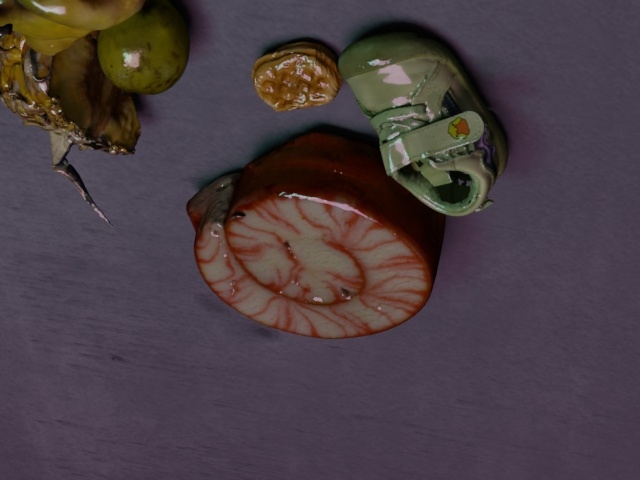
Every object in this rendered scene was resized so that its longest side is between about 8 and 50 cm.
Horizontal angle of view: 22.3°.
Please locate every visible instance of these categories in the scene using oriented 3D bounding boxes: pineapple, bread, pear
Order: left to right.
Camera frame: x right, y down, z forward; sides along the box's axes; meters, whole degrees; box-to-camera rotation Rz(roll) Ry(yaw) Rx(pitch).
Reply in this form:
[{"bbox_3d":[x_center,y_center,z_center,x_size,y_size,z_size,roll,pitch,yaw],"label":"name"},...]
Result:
[{"bbox_3d":[-0.328,-0.185,1.919,0.161,0.158,0.334,5,144,16],"label":"pineapple"},{"bbox_3d":[-0.204,-0.222,1.868,0.107,0.107,0.131,18,135,-2],"label":"pear"},{"bbox_3d":[-0.028,-0.192,1.892,0.110,0.044,0.083,-10,134,30],"label":"bread"},{"bbox_3d":[0.004,0.001,2.080,0.295,0.114,0.327,35,139,-25],"label":"bread"}]

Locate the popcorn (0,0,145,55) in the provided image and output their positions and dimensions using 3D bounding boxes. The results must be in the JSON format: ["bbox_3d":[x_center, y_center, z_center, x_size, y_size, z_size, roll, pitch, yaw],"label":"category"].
[{"bbox_3d":[-0.269,-0.341,1.616,0.297,0.281,0.316,45,130,12],"label":"popcorn"}]

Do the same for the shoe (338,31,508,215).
[{"bbox_3d":[0.130,-0.133,1.860,0.140,0.128,0.262,-24,133,25],"label":"shoe"}]
